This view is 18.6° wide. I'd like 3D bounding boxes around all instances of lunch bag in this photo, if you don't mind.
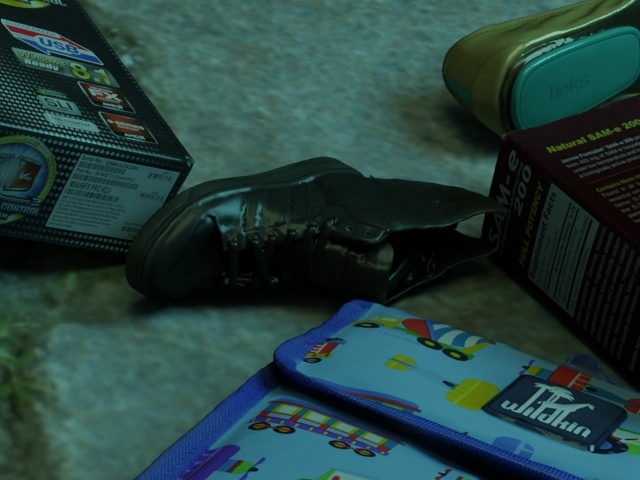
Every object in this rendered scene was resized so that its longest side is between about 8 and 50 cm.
[{"bbox_3d":[0.071,0.121,0.733,0.221,0.138,0.293,16,26,15],"label":"lunch bag"}]

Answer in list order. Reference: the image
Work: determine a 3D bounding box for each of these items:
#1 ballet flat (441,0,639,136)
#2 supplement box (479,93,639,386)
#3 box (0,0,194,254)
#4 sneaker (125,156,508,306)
[{"bbox_3d":[0.168,-0.116,1.088,0.232,0.080,0.073,-16,28,-31],"label":"ballet flat"},{"bbox_3d":[0.200,0.024,0.909,0.130,0.073,0.239,-18,45,-31],"label":"supplement box"},{"bbox_3d":[-0.219,-0.094,0.907,0.270,0.060,0.216,11,30,-38],"label":"box"},{"bbox_3d":[0.000,0.002,0.914,0.170,0.051,0.089,-22,42,-39],"label":"sneaker"}]
